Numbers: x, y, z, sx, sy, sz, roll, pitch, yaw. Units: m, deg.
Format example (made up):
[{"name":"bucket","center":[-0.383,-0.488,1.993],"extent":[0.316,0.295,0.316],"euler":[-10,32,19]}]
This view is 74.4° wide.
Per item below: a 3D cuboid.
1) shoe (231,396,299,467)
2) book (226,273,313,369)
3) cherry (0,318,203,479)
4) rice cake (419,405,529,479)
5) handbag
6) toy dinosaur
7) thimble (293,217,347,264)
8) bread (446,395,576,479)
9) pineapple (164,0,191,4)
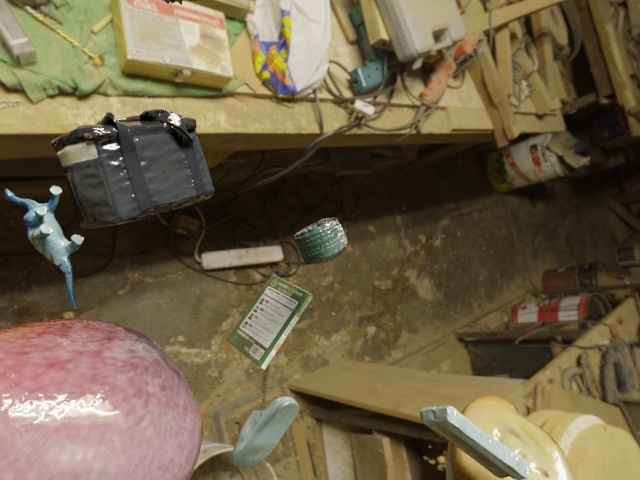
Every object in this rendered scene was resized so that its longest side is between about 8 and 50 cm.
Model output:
[{"name":"shoe","center":[-0.130,0.423,0.960],"extent":[0.195,0.078,0.079],"euler":[-49,125,3]},{"name":"book","center":[-0.164,0.248,1.338],"extent":[0.264,0.202,0.027],"euler":[-56,133,-14]},{"name":"cherry","center":[-0.247,0.182,0.398],"extent":[0.239,0.239,0.206],"euler":[12,105,-36]},{"name":"rice cake","center":[0.305,0.402,0.838],"extent":[0.226,0.085,0.040],"euler":[38,53,-8]},{"name":"handbag","center":[-0.333,-0.135,0.768],"extent":[0.254,0.181,0.181],"euler":[-27,110,-52]},{"name":"toy dinosaur","center":[-0.591,-0.021,0.912],"extent":[0.329,0.144,0.076],"euler":[52,32,8]},{"name":"thimble","center":[-0.002,0.001,1.105],"extent":[0.118,0.135,0.090],"euler":[-31,99,-29]},{"name":"bread","center":[0.450,0.623,1.029],"extent":[0.253,0.348,0.376],"euler":[-22,125,-7]},{"name":"pineapple","center":[-0.189,-0.537,0.770],"extent":[0.166,0.365,0.165],"euler":[-25,120,-52]}]
